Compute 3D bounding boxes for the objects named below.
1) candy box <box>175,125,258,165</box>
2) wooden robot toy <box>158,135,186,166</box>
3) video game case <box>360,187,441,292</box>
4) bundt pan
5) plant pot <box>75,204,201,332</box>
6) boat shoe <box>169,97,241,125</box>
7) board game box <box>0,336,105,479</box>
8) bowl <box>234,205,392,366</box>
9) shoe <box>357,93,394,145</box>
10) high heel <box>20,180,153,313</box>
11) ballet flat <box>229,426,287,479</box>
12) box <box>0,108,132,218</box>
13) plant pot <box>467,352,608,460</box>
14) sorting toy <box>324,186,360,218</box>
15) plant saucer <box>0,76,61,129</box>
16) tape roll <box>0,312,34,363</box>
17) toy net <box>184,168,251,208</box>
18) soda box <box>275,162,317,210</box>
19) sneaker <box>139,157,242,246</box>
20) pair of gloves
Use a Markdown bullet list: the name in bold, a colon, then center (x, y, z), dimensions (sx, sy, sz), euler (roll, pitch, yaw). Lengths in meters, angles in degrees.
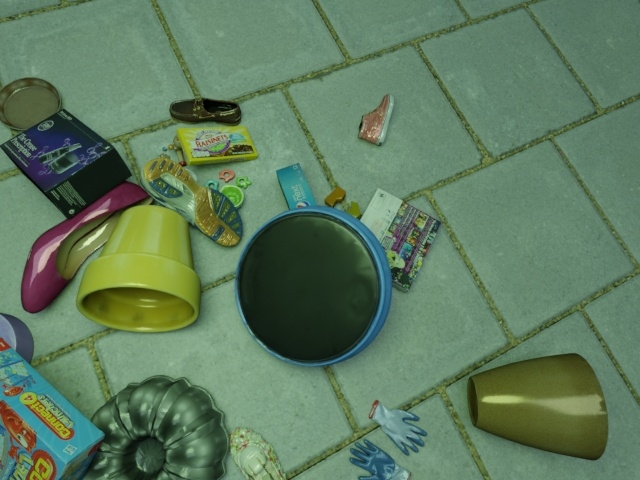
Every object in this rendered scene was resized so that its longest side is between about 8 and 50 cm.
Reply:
- **candy box**: center (-0.283, -0.265, 1.161), dimensions (0.205, 0.027, 0.105), euler (-15, 72, -38)
- **wooden robot toy**: center (-0.373, -0.259, 1.159), dimensions (0.173, 0.079, 0.076), euler (-21, 76, -13)
- **video game case**: center (0.199, -0.004, 1.177), dimensions (0.210, 0.042, 0.232), euler (28, 71, 4)
- **bundt pan**: center (-0.367, 0.461, 0.893), dimensions (0.329, 0.124, 0.332), euler (1, 75, -2)
- **plant pot**: center (-0.401, 0.058, 0.980), dimensions (0.253, 0.254, 0.239), euler (1, 57, -8)
- **boat shoe**: center (-0.332, -0.380, 1.208), dimensions (0.206, 0.073, 0.073), euler (0, 73, -7)
- **board game box**: center (-0.609, 0.403, 0.813), dimensions (0.301, 0.086, 0.309), euler (36, 107, 10)
- **bowl**: center (-0.026, 0.110, 1.003), dimensions (0.390, 0.077, 0.392), euler (0, 89, 15)
- **shoe**: center (0.168, -0.380, 1.281), dimensions (0.081, 0.063, 0.178), euler (17, 75, -8)
- **high heel**: center (-0.561, 0.008, 1.019), dimensions (0.181, 0.127, 0.378), euler (13, 69, 4)
- **ballet flat**: center (-0.124, 0.528, 0.946), dimensions (0.091, 0.077, 0.241), euler (-38, 81, -16)
- **box**: center (-0.630, -0.198, 1.040), dimensions (0.261, 0.103, 0.184), euler (33, 61, 27)
- **plant pot**: center (0.498, 0.394, 1.018), dimensions (0.253, 0.237, 0.238), euler (-1, 72, 8)
- **sorting toy**: center (0.000, 0.000, 1.138), dimensions (0.229, 0.041, 0.307), euler (40, 71, 20)
- **plant saucer**: center (-0.805, -0.373, 1.162), dimensions (0.168, 0.029, 0.169), euler (2, 71, -7)
- **tape roll**: center (-0.765, 0.253, 0.942), dimensions (0.188, 0.080, 0.189), euler (2, 72, -6)
- **toy net**: center (-0.315, -0.161, 1.154), dimensions (0.231, 0.045, 0.122), euler (16, 72, -2)
- **soda box**: center (-0.055, -0.104, 1.132), dimensions (0.071, 0.067, 0.210), euler (-19, 61, -5)
- **sneaker**: center (-0.331, -0.094, 1.090), dimensions (0.296, 0.130, 0.112), euler (45, 62, -22)
- **pair of gloves**: center (0.164, 0.503, 1.024), dimensions (0.159, 0.023, 0.198), euler (31, 70, 4)
